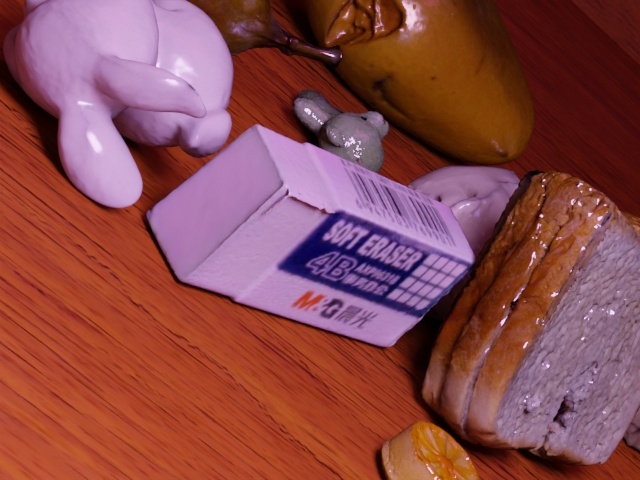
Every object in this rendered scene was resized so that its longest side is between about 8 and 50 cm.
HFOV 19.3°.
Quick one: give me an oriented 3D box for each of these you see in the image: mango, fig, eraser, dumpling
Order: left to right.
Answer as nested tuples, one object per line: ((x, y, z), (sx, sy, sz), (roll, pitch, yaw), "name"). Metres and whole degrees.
((-0.105, -0.223, 1.719), (0.274, 0.145, 0.170), (29, 21, -3), "fig")
((0.000, 0.000, 1.541), (0.287, 0.130, 0.086), (22, 33, -53), "eraser")
((0.128, -0.232, 2.187), (0.365, 0.182, 0.253), (44, 28, -24), "mango")
((0.141, 0.024, 1.785), (0.258, 0.147, 0.193), (1, 87, -79), "dumpling")

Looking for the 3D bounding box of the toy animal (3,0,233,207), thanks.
((-0.150, -0.127, 1.483), (0.178, 0.127, 0.193), (51, 17, 8), "toy animal")

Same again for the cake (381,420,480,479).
((0.085, 0.183, 1.474), (0.084, 0.044, 0.084), (39, 21, -18), "cake")

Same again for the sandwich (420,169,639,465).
((0.220, 0.078, 1.671), (0.095, 0.249, 0.273), (34, 9, 35), "sandwich")

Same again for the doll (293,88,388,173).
((0.022, -0.115, 1.918), (0.115, 0.077, 0.150), (46, 4, -34), "doll")

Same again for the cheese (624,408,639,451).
((0.366, 0.173, 2.023), (0.202, 0.091, 0.175), (46, 20, 2), "cheese")
